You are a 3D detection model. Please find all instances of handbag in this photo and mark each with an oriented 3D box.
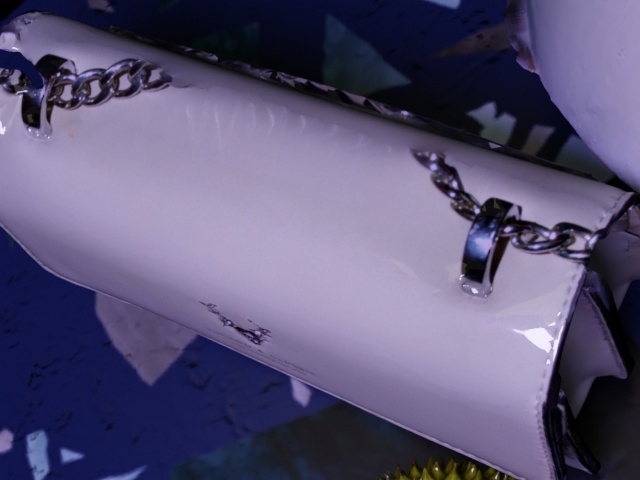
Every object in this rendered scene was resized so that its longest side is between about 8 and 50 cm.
[{"bbox_3d":[0.000,0.000,0.719,0.358,0.237,0.160,20,79,24],"label":"handbag"}]

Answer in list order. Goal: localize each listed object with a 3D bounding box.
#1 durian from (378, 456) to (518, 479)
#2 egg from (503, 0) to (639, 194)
[{"bbox_3d":[0.077,0.204,0.713,0.198,0.146,0.159,-40,55,-6],"label":"durian"},{"bbox_3d":[0.297,-0.197,0.588,0.354,0.340,0.354,7,47,-8],"label":"egg"}]
